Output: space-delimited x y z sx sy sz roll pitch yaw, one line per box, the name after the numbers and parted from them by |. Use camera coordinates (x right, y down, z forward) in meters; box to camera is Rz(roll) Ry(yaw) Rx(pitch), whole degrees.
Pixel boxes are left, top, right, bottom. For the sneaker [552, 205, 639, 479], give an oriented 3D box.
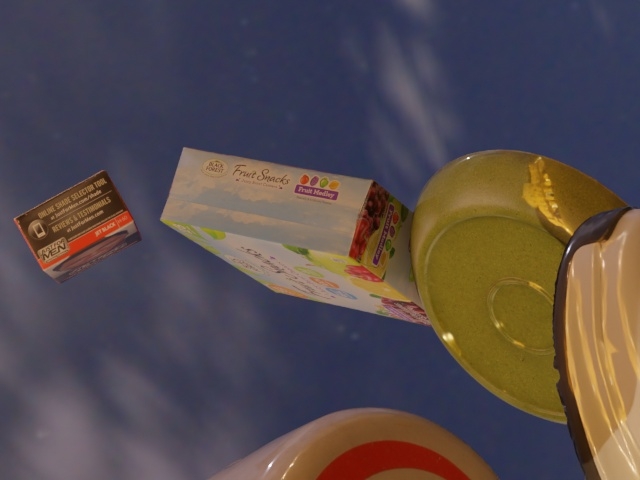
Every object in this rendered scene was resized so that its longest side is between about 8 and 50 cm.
0.316 0.157 1.165 0.169 0.257 0.447 4 -115 -53 | sneaker

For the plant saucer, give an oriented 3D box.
0.158 0.047 1.419 0.037 0.241 0.241 -44 -63 -39 | plant saucer

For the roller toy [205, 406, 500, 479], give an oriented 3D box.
0.014 0.202 1.099 0.209 0.146 0.191 43 -127 -11 | roller toy

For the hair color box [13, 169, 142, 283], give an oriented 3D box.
-0.167 -0.008 1.363 0.043 0.072 0.141 61 176 3 | hair color box

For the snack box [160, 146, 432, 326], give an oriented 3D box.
0.000 0.000 1.562 0.207 0.174 0.070 38 -113 -59 | snack box
